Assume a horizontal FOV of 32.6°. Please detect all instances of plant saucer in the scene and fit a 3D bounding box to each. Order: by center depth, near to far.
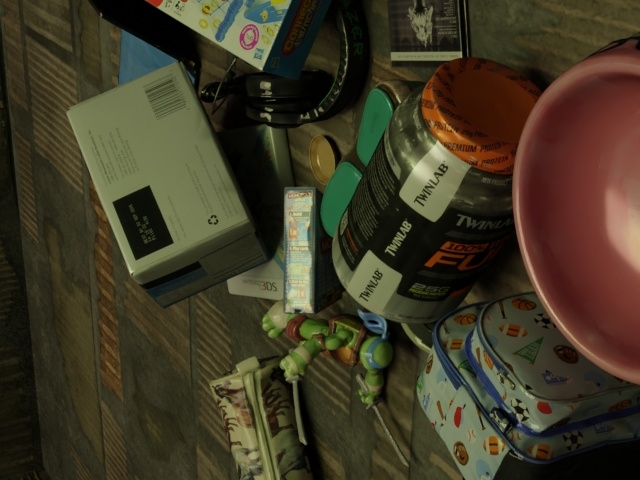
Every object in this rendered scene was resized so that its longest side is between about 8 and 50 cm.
[{"bbox_3d":[0.008,-0.136,1.831,0.083,0.015,0.083,31,127,53],"label":"plant saucer"}]

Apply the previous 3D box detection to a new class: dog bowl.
[{"bbox_3d":[0.361,-0.029,1.124,0.408,0.150,0.408,30,126,52],"label":"dog bowl"}]

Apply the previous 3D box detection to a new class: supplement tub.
[{"bbox_3d":[0.156,-0.060,1.409,0.207,0.207,0.338,61,148,27],"label":"supplement tub"}]

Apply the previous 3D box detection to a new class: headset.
[{"bbox_3d":[-0.059,-0.300,1.808,0.394,0.185,0.243,-17,89,46],"label":"headset"}]

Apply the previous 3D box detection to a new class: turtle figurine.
[{"bbox_3d":[0.005,0.215,1.793,0.266,0.198,0.275,27,120,59],"label":"turtle figurine"}]

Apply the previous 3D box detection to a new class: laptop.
[{"bbox_3d":[-0.436,-0.395,2.295,0.236,0.408,0.382,-51,50,13],"label":"laptop"}]

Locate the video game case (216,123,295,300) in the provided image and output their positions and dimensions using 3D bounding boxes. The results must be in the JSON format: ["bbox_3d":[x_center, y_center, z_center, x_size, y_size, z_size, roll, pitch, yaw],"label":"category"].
[{"bbox_3d":[-0.125,-0.051,2.076,0.300,0.036,0.329,2,102,60],"label":"video game case"}]

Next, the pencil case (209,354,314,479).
[{"bbox_3d":[-0.094,0.419,2.077,0.183,0.160,0.410,159,98,-77],"label":"pencil case"}]

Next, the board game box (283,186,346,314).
[{"bbox_3d":[0.000,0.000,1.756,0.060,0.194,0.194,1,104,27],"label":"board game box"}]

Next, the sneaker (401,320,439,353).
[{"bbox_3d":[0.206,0.116,1.535,0.222,0.083,0.118,39,129,35],"label":"sneaker"}]

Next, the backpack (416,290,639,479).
[{"bbox_3d":[0.247,0.179,1.303,0.263,0.276,0.213,44,129,48],"label":"backpack"}]

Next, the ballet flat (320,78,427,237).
[{"bbox_3d":[0.094,-0.112,1.599,0.107,0.106,0.316,56,145,22],"label":"ballet flat"}]

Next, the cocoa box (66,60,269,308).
[{"bbox_3d":[-0.270,-0.095,1.971,0.228,0.231,0.347,70,175,-70],"label":"cocoa box"}]

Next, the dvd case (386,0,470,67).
[{"bbox_3d":[0.144,-0.349,1.509,0.164,0.018,0.221,14,113,57],"label":"dvd case"}]

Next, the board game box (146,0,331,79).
[{"bbox_3d":[-0.102,-0.446,1.658,0.308,0.086,0.302,35,108,34],"label":"board game box"}]
